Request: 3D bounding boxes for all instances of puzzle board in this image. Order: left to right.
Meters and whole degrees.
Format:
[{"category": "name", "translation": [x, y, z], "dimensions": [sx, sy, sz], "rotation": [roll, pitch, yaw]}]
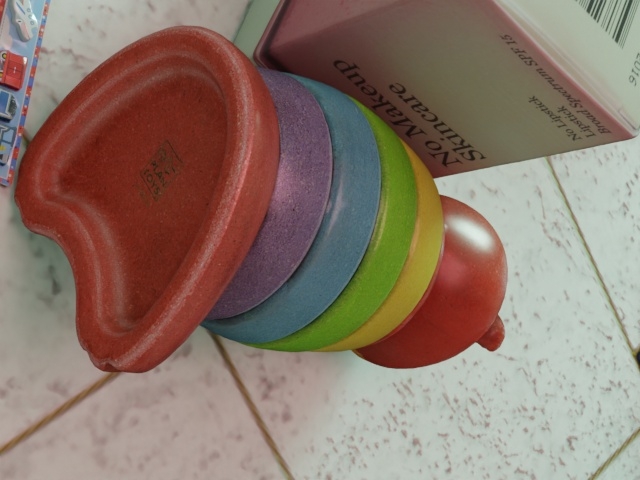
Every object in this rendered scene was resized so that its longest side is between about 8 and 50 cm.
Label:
[{"category": "puzzle board", "translation": [-0.200, -0.104, 0.754], "dimensions": [0.096, 0.011, 0.128], "rotation": [19, 72, -35]}]

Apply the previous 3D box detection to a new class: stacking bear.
[{"category": "stacking bear", "translation": [0.000, 0.000, 0.803], "dimensions": [0.289, 0.164, 0.175], "rotation": [22, 26, -46]}]

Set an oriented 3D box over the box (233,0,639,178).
[{"category": "box", "translation": [0.078, -0.131, 0.832], "dimensions": [0.148, 0.232, 0.127], "rotation": [37, 63, -28]}]
